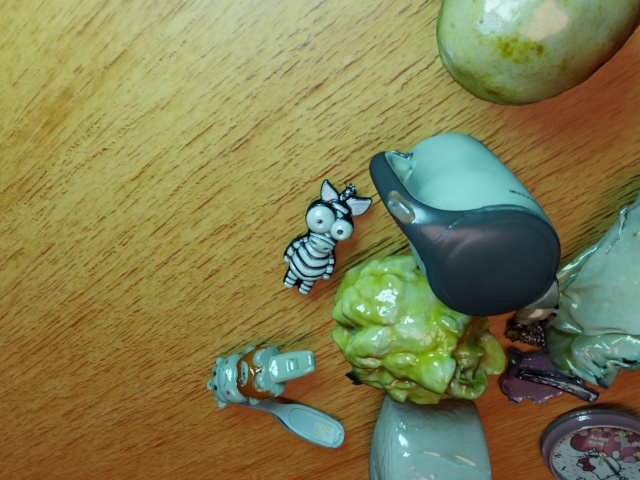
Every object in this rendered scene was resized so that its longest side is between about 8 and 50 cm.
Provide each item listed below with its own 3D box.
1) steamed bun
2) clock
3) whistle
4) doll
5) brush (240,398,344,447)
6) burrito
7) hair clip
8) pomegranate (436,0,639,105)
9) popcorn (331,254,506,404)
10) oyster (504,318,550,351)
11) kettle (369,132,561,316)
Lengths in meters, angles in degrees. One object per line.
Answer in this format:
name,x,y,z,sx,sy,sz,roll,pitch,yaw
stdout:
steamed bun,0.227,0.522,0.854,0.246,0.236,0.384,1,119,3
clock,0.629,0.477,0.900,0.244,0.056,0.245,5,113,12
whistle,-0.125,0.267,0.798,0.252,0.106,0.102,-18,96,19
doll,0.000,0.000,0.666,0.090,0.067,0.220,25,116,-7
brush,-0.086,0.390,0.902,0.296,0.068,0.060,29,139,-9
burrito,0.485,0.075,0.632,0.135,0.190,0.332,-6,136,-43
hair clip,0.461,0.287,0.823,0.186,0.056,0.146,8,121,8
pomegranate,0.231,-0.251,0.435,0.206,0.207,0.207,1,120,2
popcorn,0.156,0.153,0.668,0.286,0.215,0.252,41,136,-24
oyster,0.422,0.180,0.770,0.131,0.029,0.086,7,119,0
kettle,0.167,-0.038,0.530,0.240,0.255,0.165,27,120,-12
